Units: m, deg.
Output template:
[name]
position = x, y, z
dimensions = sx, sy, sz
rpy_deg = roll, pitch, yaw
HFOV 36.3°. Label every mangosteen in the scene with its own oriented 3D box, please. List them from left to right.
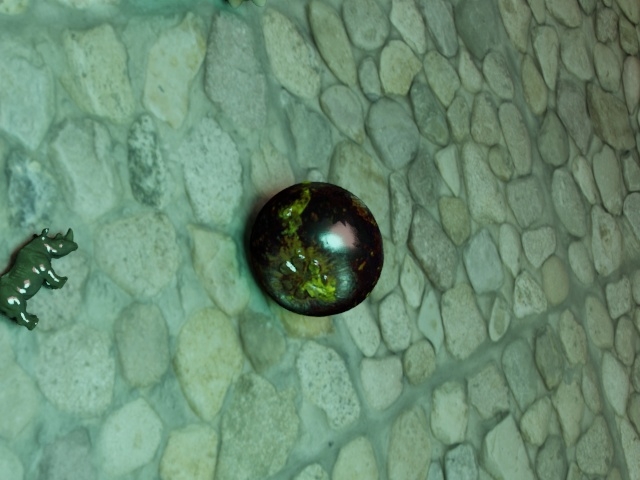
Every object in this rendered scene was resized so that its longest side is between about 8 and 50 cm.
[mangosteen]
position = 0.000, 0.000, 1.373
dimensions = 0.192, 0.192, 0.217
rpy_deg = 58, 24, -18

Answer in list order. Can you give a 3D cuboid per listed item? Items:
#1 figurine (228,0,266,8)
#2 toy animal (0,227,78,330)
[figurine]
position = -0.104, -0.404, 1.344
dimensions = 0.173, 0.177, 0.247
rpy_deg = 34, 14, -26
[toy animal]
position = -0.325, 0.035, 1.126
dimensions = 0.065, 0.047, 0.136
rpy_deg = 42, 59, -20
